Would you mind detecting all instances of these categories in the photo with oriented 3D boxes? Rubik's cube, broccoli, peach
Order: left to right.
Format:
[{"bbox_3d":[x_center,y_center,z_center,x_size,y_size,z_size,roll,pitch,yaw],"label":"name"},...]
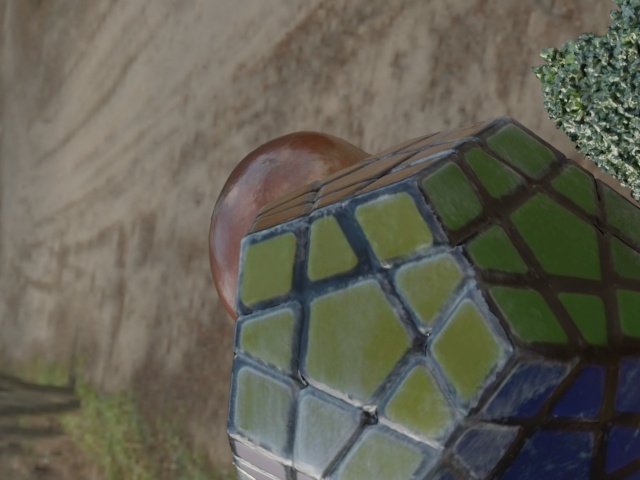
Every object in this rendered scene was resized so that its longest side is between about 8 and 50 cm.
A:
[{"bbox_3d":[0.000,0.000,1.386,0.252,0.253,0.252,-171,90,-76],"label":"peach"},{"bbox_3d":[0.080,0.075,0.841,0.264,0.319,0.319,50,131,53],"label":"Rubik's cube"},{"bbox_3d":[0.384,-0.161,1.165,0.252,0.361,0.221,23,132,38],"label":"broccoli"}]
